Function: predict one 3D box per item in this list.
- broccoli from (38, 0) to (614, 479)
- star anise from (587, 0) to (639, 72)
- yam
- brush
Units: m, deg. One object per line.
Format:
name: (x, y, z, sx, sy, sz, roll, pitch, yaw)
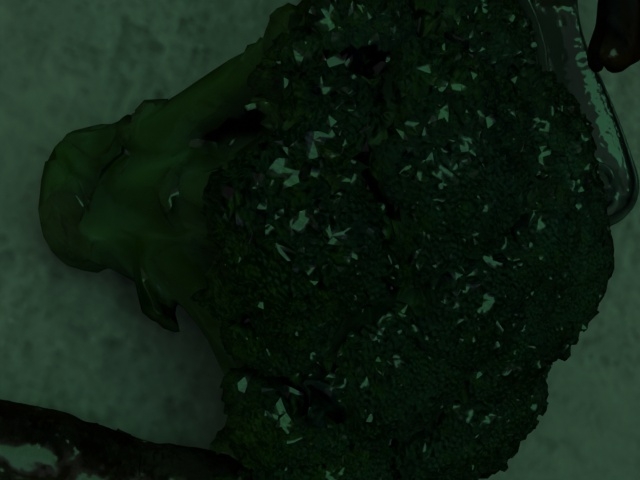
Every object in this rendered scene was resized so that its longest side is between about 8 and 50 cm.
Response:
broccoli: (0.000, 0.000, 0.858, 0.270, 0.270, 0.270, 8, 73, 21)
star anise: (0.037, -0.213, 0.932, 0.346, 0.148, 0.237, 44, 110, 12)
yam: (-0.138, 0.103, 0.877, 0.252, 0.061, 0.061, 19, 74, -9)
brush: (0.127, -0.154, 1.005, 0.068, 0.060, 0.297, -11, 80, -19)
